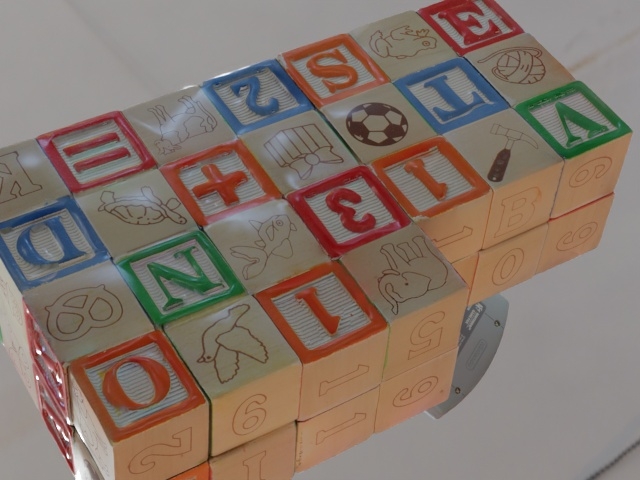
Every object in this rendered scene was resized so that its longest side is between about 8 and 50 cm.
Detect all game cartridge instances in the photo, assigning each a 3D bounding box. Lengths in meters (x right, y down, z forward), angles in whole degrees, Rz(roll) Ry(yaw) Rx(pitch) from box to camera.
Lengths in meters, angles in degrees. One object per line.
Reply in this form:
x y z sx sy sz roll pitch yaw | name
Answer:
0.064 0.050 0.743 0.056 0.017 0.083 38 -124 -2 | game cartridge

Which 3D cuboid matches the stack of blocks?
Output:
0.000 0.000 0.678 0.297 0.087 0.171 -23 -126 -23 | stack of blocks
